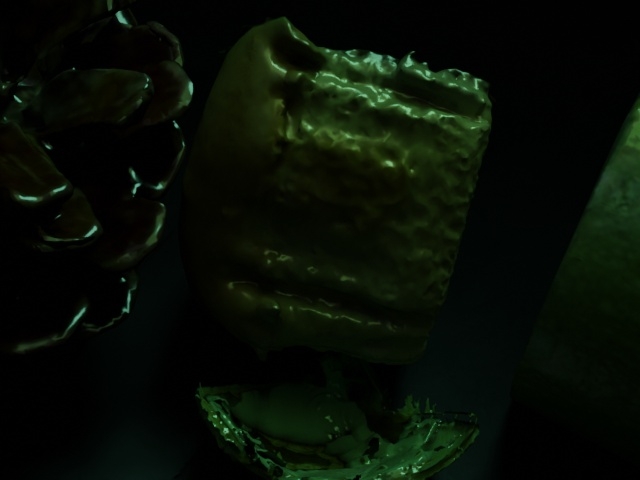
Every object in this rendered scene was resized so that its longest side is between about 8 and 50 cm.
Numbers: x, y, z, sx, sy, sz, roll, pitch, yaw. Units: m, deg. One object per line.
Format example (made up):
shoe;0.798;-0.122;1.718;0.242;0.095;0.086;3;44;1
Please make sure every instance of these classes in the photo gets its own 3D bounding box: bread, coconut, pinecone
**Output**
bread;-0.002;0.009;0.524;0.174;0.252;0.133;14;57;0
coconut;0.008;0.107;0.502;0.158;0.055;0.133;10;10;2
pinecone;-0.219;-0.057;0.486;0.242;0.296;0.298;3;57;-43

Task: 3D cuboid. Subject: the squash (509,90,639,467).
squash;0.332;0.062;0.500;0.384;0.263;0.263;25;36;18
